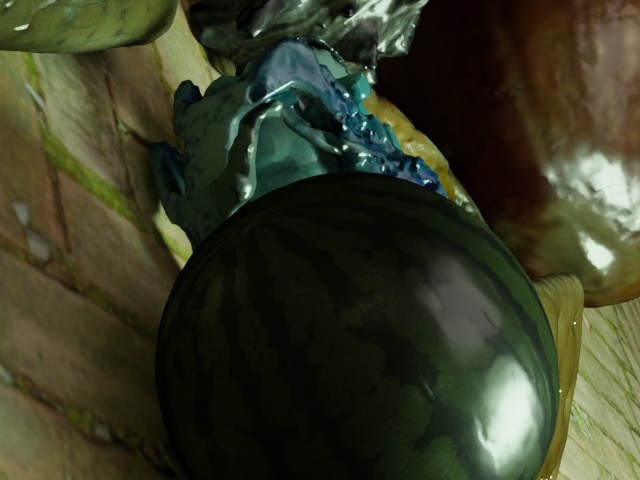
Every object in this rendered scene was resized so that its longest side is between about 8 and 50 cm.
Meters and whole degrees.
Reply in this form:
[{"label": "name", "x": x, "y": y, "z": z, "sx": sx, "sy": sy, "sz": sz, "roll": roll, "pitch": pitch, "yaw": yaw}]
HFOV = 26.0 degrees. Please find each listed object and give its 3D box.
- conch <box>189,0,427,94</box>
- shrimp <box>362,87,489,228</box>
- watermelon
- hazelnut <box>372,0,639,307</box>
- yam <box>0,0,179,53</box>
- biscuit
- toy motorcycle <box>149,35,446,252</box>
[{"label": "conch", "x": -0.013, "y": -0.244, "z": 1.130, "sx": 0.186, "sy": 0.240, "sz": 0.313, "roll": 86, "pitch": 12, "yaw": -58}, {"label": "shrimp", "x": 0.083, "y": 0.026, "z": 1.174, "sx": 0.365, "sy": 0.071, "sz": 0.233, "roll": 55, "pitch": 35, "yaw": -12}, {"label": "watermelon", "x": 0.021, "y": 0.070, "z": 0.719, "sx": 0.212, "sy": 0.212, "sz": 0.212, "roll": 53, "pitch": 19, "yaw": -28}, {"label": "hazelnut", "x": 0.231, "y": -0.125, "z": 1.401, "sx": 0.421, "sy": 0.352, "sz": 0.421, "roll": 30, "pitch": 53, "yaw": -52}, {"label": "yam", "x": -0.168, "y": -0.137, "z": 0.719, "sx": 0.083, "sy": 0.083, "sz": 0.371, "roll": 62, "pitch": 19, "yaw": 2}, {"label": "biscuit", "x": 0.147, "y": 0.135, "z": 1.051, "sx": 0.325, "sy": 0.044, "sz": 0.217, "roll": -1, "pitch": 102, "yaw": -69}, {"label": "toy motorcycle", "x": 0.000, "y": 0.000, "z": 0.900, "sx": 0.206, "sy": 0.154, "sz": 0.260, "roll": -39, "pitch": 107, "yaw": -50}]
